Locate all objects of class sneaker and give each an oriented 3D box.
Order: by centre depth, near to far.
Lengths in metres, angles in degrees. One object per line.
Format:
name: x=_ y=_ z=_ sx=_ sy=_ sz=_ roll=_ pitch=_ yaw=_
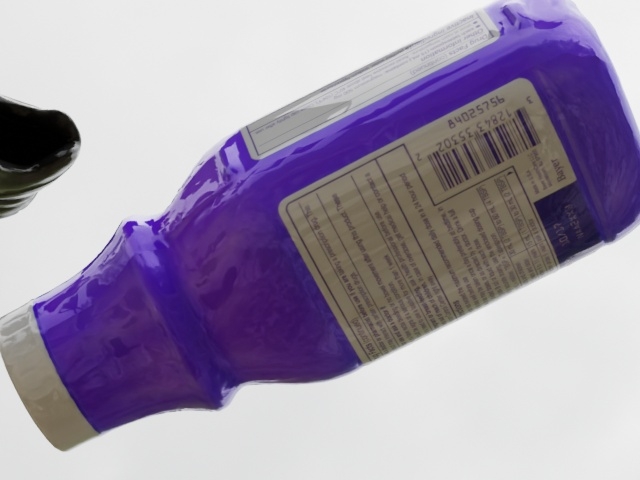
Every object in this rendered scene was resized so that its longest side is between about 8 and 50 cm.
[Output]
sneaker: x=-0.304 y=-0.082 z=1.327 sx=0.286 sy=0.109 sz=0.130 roll=1 pitch=-13 yaw=-40

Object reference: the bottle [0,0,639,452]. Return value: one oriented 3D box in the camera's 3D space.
bottle: x=0.000 y=0.000 z=0.788 sx=0.283 sy=0.092 sz=0.118 roll=-27 pitch=-56 yaw=3
